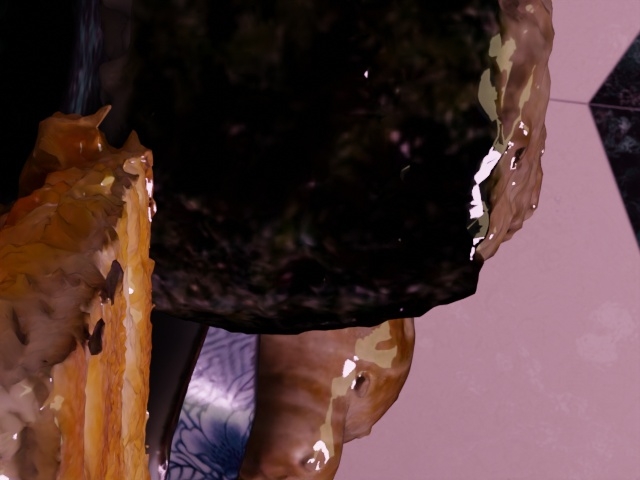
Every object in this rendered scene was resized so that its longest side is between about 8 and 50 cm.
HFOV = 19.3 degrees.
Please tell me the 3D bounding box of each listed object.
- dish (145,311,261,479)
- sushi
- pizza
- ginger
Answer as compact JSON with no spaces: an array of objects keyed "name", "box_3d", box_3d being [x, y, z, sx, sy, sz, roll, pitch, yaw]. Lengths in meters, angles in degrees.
[{"name":"dish","box_3d":[-0.082,0.082,0.834,0.243,0.080,0.182,-74,170,-55]},{"name":"sushi","box_3d":[-0.001,-0.136,0.720,0.211,0.170,0.350,86,0,-75]},{"name":"pizza","box_3d":[-0.096,0.070,0.581,0.335,0.086,0.226,93,0,-68]},{"name":"ginger","box_3d":[0.000,0.000,1.246,0.256,0.176,0.375,128,-28,-67]}]
